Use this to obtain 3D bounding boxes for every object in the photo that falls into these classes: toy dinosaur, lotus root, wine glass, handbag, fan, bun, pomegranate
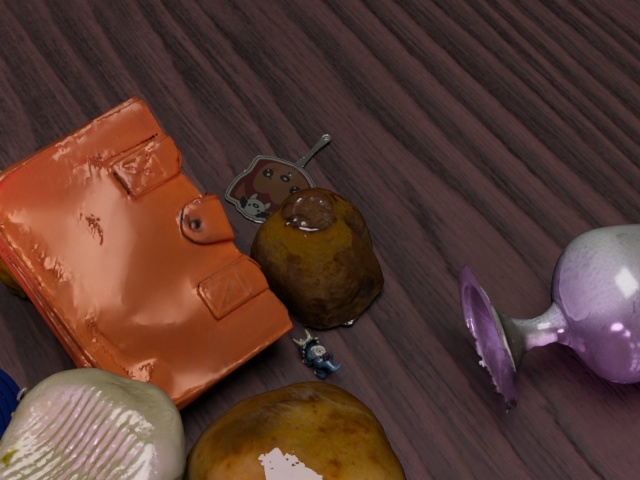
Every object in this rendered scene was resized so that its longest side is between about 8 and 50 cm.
[{"bbox_3d":[-0.004,0.167,1.727,0.030,0.047,0.083,-35,59,-25],"label":"toy dinosaur"},{"bbox_3d":[0.001,0.001,1.776,0.188,0.180,0.199,31,59,25],"label":"lotus root"},{"bbox_3d":[0.379,0.097,1.674,0.323,0.238,0.238,-18,55,-8],"label":"wine glass"},{"bbox_3d":[-0.261,0.032,1.683,0.303,0.116,0.410,-34,89,-21],"label":"handbag"},{"bbox_3d":[-0.053,-0.107,1.957,0.132,0.009,0.220,33,60,19],"label":"fan"},{"bbox_3d":[-0.273,0.279,1.461,0.259,0.160,0.259,-8,61,15],"label":"bun"},{"bbox_3d":[-0.029,0.318,1.478,0.307,0.307,0.307,0,53,0],"label":"pomegranate"}]

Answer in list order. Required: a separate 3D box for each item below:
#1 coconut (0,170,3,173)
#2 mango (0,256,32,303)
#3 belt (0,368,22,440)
[{"bbox_3d":[-0.511,-0.059,1.887,0.158,0.055,0.133,-8,52,-5],"label":"coconut"},{"bbox_3d":[-0.351,-0.008,1.800,0.187,0.138,0.257,35,66,9],"label":"mango"},{"bbox_3d":[-0.466,0.331,1.555,0.212,0.117,0.347,-5,53,-8],"label":"belt"}]
